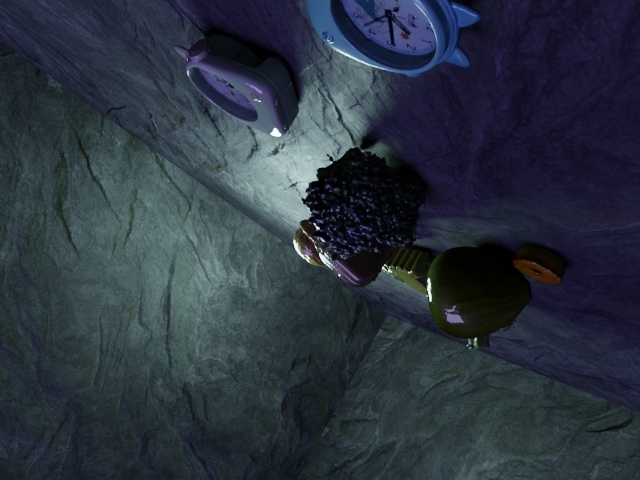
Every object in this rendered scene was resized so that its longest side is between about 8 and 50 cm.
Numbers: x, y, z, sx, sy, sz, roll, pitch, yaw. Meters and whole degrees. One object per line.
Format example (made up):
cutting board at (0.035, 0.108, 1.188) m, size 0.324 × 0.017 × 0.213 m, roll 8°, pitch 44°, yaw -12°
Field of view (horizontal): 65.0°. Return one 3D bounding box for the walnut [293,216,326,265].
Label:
walnut at (0.000, 0.000, 2.259) m, size 0.257 × 0.224 × 0.257 m, roll 42°, pitch -171°, yaw -8°

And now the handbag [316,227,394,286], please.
handbag at (0.117, -0.029, 1.642) m, size 0.283 × 0.302 × 0.149 m, roll 36°, pitch 165°, yaw 1°

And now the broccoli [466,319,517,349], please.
broccoli at (0.597, 0.253, 1.843) m, size 0.260 × 0.235 × 0.288 m, roll 63°, pitch -168°, yaw 22°

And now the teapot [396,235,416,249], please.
teapot at (0.312, -0.003, 1.831) m, size 0.068 × 0.076 × 0.121 m, roll 8°, pitch -176°, yaw 43°

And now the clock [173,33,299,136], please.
clock at (-0.219, -0.412, 1.292) m, size 0.324 × 0.108 × 0.265 m, roll 29°, pitch 171°, yaw 11°

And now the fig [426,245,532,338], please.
fig at (0.491, 0.162, 1.567) m, size 0.316 × 0.316 × 0.316 m, roll 30°, pitch 169°, yaw 6°

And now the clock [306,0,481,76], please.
clock at (0.107, -0.348, 0.745) m, size 0.274 × 0.094 × 0.223 m, roll 26°, pitch 169°, yaw 13°

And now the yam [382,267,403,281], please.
yam at (0.354, 0.131, 2.252) m, size 0.183 × 0.107 × 0.107 m, roll 21°, pitch 165°, yaw 48°

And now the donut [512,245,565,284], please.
donut at (0.603, 0.066, 1.379) m, size 0.152 × 0.058 × 0.152 m, roll 30°, pitch 170°, yaw 6°

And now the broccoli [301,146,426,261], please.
broccoli at (0.117, -0.118, 1.419) m, size 0.281 × 0.348 × 0.293 m, roll -155°, pitch 52°, yaw -72°

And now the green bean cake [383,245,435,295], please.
green bean cake at (0.404, 0.123, 2.003) m, size 0.236 × 0.124 × 0.233 m, roll 38°, pitch 168°, yaw -34°
